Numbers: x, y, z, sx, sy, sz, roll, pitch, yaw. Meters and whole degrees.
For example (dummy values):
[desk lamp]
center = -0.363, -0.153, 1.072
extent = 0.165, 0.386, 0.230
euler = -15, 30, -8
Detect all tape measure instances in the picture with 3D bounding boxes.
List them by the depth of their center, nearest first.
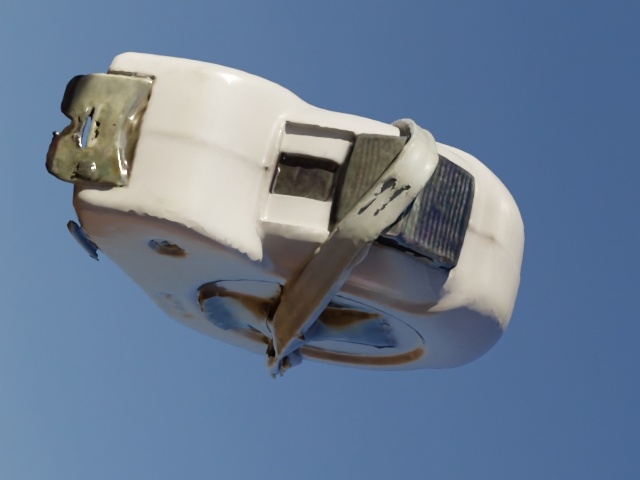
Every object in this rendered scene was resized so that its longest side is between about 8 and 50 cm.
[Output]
[tape measure]
center = 0.000, 0.000, 0.804
extent = 0.236, 0.197, 0.120
euler = 60, 39, -66
